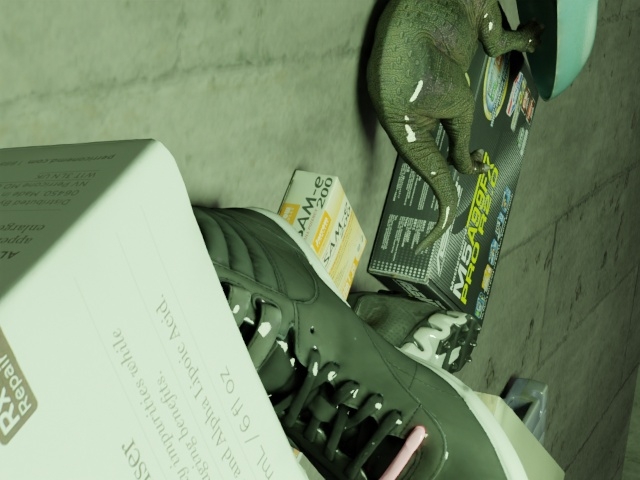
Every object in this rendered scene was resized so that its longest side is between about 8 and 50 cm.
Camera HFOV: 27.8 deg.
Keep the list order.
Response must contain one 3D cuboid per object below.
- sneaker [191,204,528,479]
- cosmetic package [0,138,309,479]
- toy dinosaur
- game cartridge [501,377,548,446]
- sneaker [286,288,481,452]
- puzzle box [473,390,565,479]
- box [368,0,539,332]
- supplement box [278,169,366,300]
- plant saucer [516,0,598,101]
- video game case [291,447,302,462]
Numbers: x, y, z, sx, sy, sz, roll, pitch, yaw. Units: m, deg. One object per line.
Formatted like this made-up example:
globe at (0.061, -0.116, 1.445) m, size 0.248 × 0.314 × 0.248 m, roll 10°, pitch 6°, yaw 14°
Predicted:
sneaker at (-0.012, 0.085, 0.720) m, size 0.104 × 0.296 × 0.147 m, roll -53°, pitch 152°, yaw 18°
cosmetic package at (-0.168, 0.152, 0.436) m, size 0.385 × 0.156 × 0.217 m, roll -58°, pitch 136°, yaw -45°
toy dinosaur at (0.090, -0.149, 1.056) m, size 0.160 × 0.121 × 0.313 m, roll 29°, pitch 81°, yaw -42°
game cartridge at (0.203, 0.355, 1.604) m, size 0.355 × 0.068 × 0.230 m, roll -45°, pitch 144°, yaw -54°
sneaker at (0.024, 0.094, 0.998) m, size 0.234 × 0.106 × 0.078 m, roll -24°, pitch 135°, yaw -51°
puzzle box at (0.180, 0.336, 1.398) m, size 0.409 × 0.052 × 0.272 m, roll 48°, pitch 56°, yaw -61°
box at (0.135, -0.064, 1.238) m, size 0.216 × 0.060 × 0.270 m, roll 42°, pitch 61°, yaw -65°
supplement box at (0.000, 0.000, 0.971) m, size 0.098 × 0.036 × 0.062 m, roll 61°, pitch 44°, yaw -57°
plant saucer at (0.202, -0.283, 1.147) m, size 0.317 × 0.043 × 0.318 m, roll -6°, pitch 90°, yaw -87°
video game case at (-0.051, 0.157, 0.942) m, size 0.157 × 0.019 × 0.143 m, roll 66°, pitch 41°, yaw -55°
